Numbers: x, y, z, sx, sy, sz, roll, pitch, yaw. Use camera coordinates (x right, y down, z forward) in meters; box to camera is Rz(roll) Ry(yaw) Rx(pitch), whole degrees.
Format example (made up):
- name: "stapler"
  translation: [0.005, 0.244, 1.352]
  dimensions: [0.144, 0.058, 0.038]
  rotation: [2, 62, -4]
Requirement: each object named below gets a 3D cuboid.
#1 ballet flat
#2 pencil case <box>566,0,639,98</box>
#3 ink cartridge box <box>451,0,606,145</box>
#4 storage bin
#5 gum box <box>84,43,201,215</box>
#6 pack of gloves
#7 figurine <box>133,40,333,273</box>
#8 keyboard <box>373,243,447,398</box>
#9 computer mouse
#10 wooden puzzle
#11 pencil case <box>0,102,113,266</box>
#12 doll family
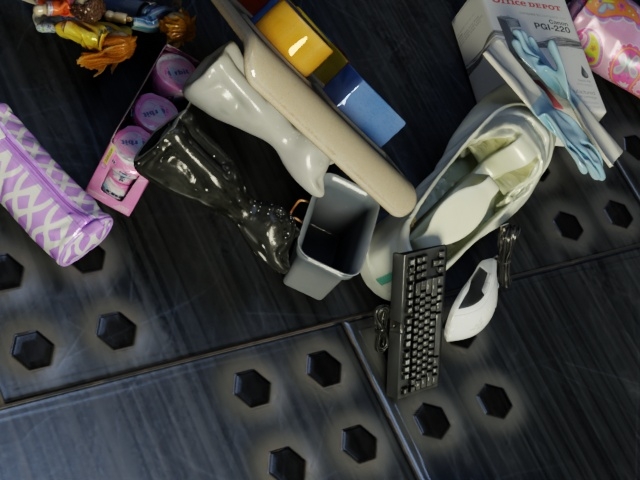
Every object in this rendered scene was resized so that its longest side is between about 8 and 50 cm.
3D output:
- name: "ballet flat"
  translation: [0.205, -0.073, 1.697]
  dimensions: [0.139, 0.139, 0.400]
  rotation: [42, 63, 4]
- name: "pencil case"
  translation: [0.495, -0.278, 2.048]
  dimensions: [0.284, 0.124, 0.124]
  rotation: [32, 50, -6]
- name: "ink cartridge box"
  translation: [0.300, -0.252, 1.943]
  dimensions: [0.158, 0.092, 0.218]
  rotation: [2, 57, -26]
- name: "storage bin"
  translation: [0.000, 0.000, 1.620]
  dimensions: [0.098, 0.091, 0.135]
  rotation: [25, 50, -10]
- name: "gum box"
  translation: [-0.207, -0.128, 1.590]
  dimensions: [0.062, 0.107, 0.188]
  rotation: [28, 51, -7]
- name: "pack of gloves"
  translation: [0.325, -0.191, 1.778]
  dimensions: [0.232, 0.046, 0.195]
  rotation: [50, 27, -2]
- name: "figurine"
  translation: [-0.080, -0.094, 1.532]
  dimensions: [0.209, 0.092, 0.215]
  rotation: [42, 47, -17]
- name: "keyboard"
  translation: [0.106, 0.098, 1.575]
  dimensions: [0.108, 0.180, 0.023]
  rotation: [-10, 20, -33]
- name: "computer mouse"
  translation: [0.206, 0.064, 1.666]
  dimensions: [0.042, 0.106, 0.193]
  rotation: [23, 44, 15]
- name: "wooden puzzle"
  translation: [-0.019, -0.221, 1.603]
  dimensions: [0.322, 0.080, 0.348]
  rotation: [41, 15, -40]
- name: "pencil case"
  translation: [-0.323, -0.067, 1.504]
  dimensions: [0.206, 0.088, 0.086]
  rotation: [45, 52, 6]
- name: "doll family"
  translation: [-0.243, -0.279, 1.659]
  dimensions: [0.163, 0.118, 0.263]
  rotation: [24, 37, 34]
